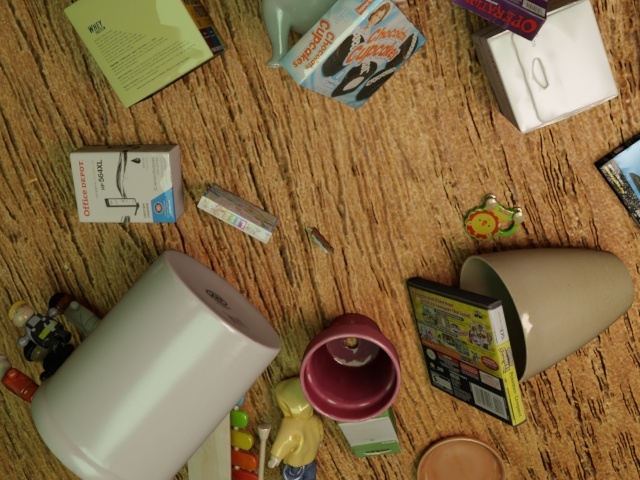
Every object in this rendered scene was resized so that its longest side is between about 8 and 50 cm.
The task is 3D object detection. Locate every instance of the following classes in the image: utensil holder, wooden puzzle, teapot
[{"bbox_3d":[-0.314,0.255,1.431,0.327,0.327,0.385,40,94,-8],"label":"utensil holder"},{"bbox_3d":[0.000,0.000,1.488,0.006,0.049,0.083,-37,102,17],"label":"wooden puzzle"},{"bbox_3d":[0.022,-0.436,1.249,0.256,0.252,0.187,-18,112,27],"label":"teapot"}]

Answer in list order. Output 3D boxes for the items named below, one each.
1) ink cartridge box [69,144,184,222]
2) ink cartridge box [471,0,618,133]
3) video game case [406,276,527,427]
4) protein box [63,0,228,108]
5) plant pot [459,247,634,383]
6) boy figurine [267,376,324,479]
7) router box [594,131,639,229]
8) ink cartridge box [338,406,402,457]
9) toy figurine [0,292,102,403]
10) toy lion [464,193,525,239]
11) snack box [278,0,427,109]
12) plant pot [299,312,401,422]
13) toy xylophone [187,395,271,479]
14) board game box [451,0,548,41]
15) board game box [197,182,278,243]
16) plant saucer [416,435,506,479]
[{"bbox_3d":[-0.388,-0.115,1.464,0.203,0.086,0.148,-1,109,4],"label":"ink cartridge box"},{"bbox_3d":[0.381,-0.310,1.254,0.168,0.233,0.171,-22,106,12],"label":"ink cartridge box"},{"bbox_3d":[0.281,0.211,1.426,0.035,0.275,0.248,-21,105,-22],"label":"video game case"},{"bbox_3d":[-0.316,-0.389,1.339,0.200,0.136,0.201,-27,105,14],"label":"protein box"},{"bbox_3d":[0.451,0.115,1.403,0.274,0.256,0.256,-16,108,-12],"label":"plant pot"},{"bbox_3d":[-0.057,0.444,1.589,0.092,0.177,0.285,2,98,35],"label":"boy figurine"},{"bbox_3d":[0.638,-0.115,1.396,0.133,0.046,0.179,-37,102,15],"label":"router box"},{"bbox_3d":[0.110,0.408,1.588,0.109,0.062,0.209,-11,142,8],"label":"ink cartridge box"},{"bbox_3d":[-0.586,0.219,1.532,0.148,0.213,0.209,30,106,12],"label":"toy figurine"},{"bbox_3d":[0.347,-0.039,1.458,0.100,0.034,0.096,25,116,-4],"label":"toy lion"},{"bbox_3d":[0.067,-0.325,1.232,0.187,0.322,0.060,-43,79,17],"label":"snack box"},{"bbox_3d":[0.065,0.244,1.496,0.201,0.180,0.201,2,109,5],"label":"plant pot"},{"bbox_3d":[-0.204,0.453,1.607,0.236,0.081,0.323,18,112,23],"label":"toy xylophone"},{"bbox_3d":[0.194,-0.448,1.117,0.347,0.208,0.056,26,141,-2],"label":"board game box"},{"bbox_3d":[-0.163,-0.056,1.455,0.154,0.103,0.026,29,108,-4],"label":"board game box"},{"bbox_3d":[0.319,0.527,1.645,0.200,0.037,0.200,2,108,5],"label":"plant saucer"}]
